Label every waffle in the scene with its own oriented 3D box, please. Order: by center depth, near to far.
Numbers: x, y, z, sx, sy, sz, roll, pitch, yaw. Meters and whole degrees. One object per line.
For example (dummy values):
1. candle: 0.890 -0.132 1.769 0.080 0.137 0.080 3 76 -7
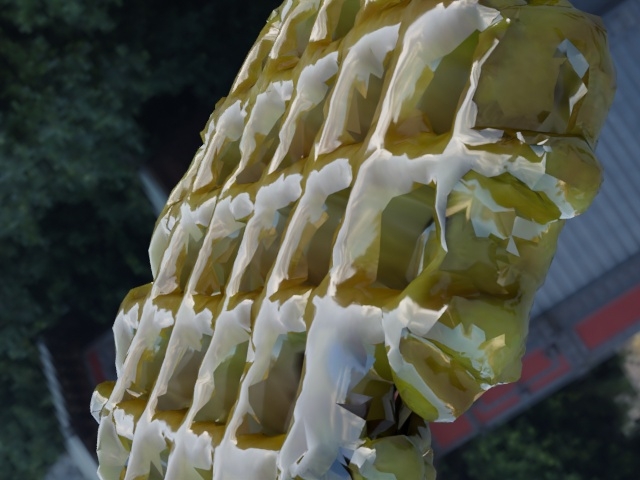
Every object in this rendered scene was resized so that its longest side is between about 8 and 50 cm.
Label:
1. waffle: -0.002 -0.001 0.425 0.052 0.254 0.245 22 -143 -19
